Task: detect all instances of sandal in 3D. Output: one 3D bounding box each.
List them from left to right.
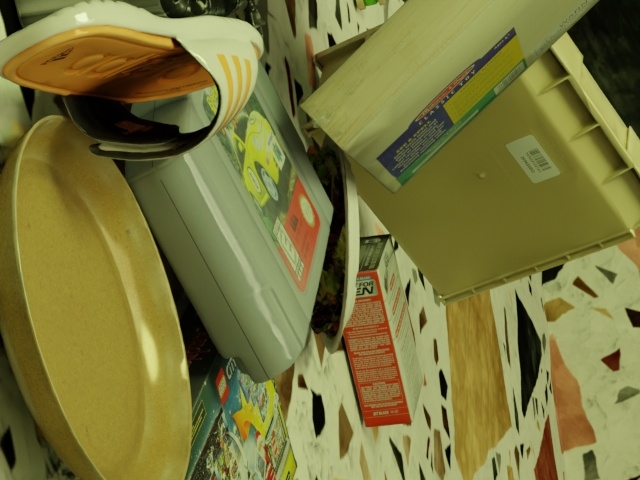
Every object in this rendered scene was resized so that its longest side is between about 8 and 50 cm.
[{"bbox_3d":[-0.106,-0.082,1.052,0.076,0.102,0.265,69,20,5],"label":"sandal"}]

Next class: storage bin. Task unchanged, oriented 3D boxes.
[{"bbox_3d":[0.161,-0.099,1.744,0.262,0.260,0.123,51,34,-28],"label":"storage bin"}]

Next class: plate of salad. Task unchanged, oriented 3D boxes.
[{"bbox_3d":[0.000,0.000,1.585,0.200,0.048,0.200,-179,-90,-81],"label":"plate of salad"}]

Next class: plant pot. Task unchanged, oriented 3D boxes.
[{"bbox_3d":[-0.135,0.045,1.050,0.236,0.032,0.236,-16,90,-78],"label":"plant pot"}]

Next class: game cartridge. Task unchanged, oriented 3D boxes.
[{"bbox_3d":[-0.062,-0.046,1.293,0.196,0.060,0.294,59,16,-18],"label":"game cartridge"}]

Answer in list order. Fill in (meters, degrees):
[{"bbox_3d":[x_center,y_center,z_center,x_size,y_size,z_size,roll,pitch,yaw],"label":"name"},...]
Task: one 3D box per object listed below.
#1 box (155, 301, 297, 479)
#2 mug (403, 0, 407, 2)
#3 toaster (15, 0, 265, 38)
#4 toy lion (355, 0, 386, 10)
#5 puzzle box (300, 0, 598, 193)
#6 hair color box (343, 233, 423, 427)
[{"bbox_3d":[-0.074,0.154,1.251,0.233,0.044,0.159,-68,147,-63],"label":"box"},{"bbox_3d":[0.096,-0.340,1.454,0.328,0.276,0.374,-57,142,-21],"label":"mug"},{"bbox_3d":[-0.120,-0.206,1.132,0.168,0.110,0.185,-34,115,-74],"label":"toaster"},{"bbox_3d":[0.042,-0.320,2.004,0.100,0.034,0.096,66,14,-49],"label":"toy lion"},{"bbox_3d":[0.168,-0.209,1.456,0.052,0.409,0.272,47,3,11],"label":"puzzle box"},{"bbox_3d":[0.056,0.089,1.784,0.093,0.053,0.167,-66,147,-65],"label":"hair color box"}]
